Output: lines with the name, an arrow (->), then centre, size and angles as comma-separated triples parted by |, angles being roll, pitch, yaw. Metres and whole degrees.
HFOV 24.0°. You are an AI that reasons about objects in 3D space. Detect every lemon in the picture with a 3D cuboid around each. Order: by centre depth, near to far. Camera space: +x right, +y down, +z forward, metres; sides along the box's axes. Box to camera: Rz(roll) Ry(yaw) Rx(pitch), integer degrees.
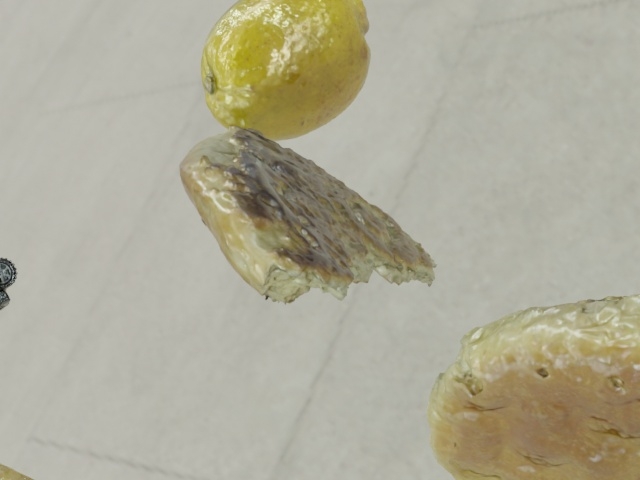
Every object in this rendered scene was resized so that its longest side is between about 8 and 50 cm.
lemon -> -0.036, -0.202, 1.683 | 0.207, 0.170, 0.170 | -25, 27, -12

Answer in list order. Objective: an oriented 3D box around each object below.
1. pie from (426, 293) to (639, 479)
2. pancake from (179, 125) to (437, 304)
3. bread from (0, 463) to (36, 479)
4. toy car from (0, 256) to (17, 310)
pie -> 0.242, 0.157, 1.132 | 0.339, 0.339, 0.083 | -21, 37, 46
pancake -> 0.000, 0.000, 1.116 | 0.057, 0.244, 0.266 | -53, 36, 15
bread -> -0.380, 0.331, 1.736 | 0.244, 0.244, 0.134 | 2, 62, 57
toy car -> -0.302, -0.012, 1.179 | 0.062, 0.165, 0.071 | -29, 3, -32
